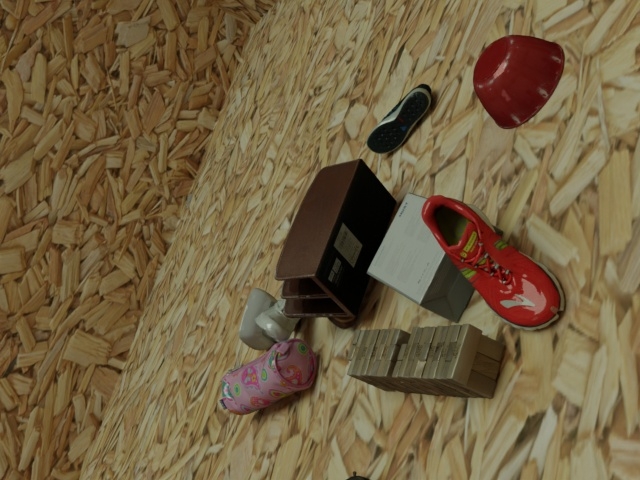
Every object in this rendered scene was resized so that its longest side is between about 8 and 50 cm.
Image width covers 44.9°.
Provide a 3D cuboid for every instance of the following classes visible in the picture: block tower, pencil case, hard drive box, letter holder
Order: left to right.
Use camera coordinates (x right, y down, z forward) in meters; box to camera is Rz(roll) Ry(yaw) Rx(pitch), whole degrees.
[{"bbox_3d":[-0.125,0.315,1.767,0.284,0.124,0.124,-34,37,49],"label":"pencil case"},{"bbox_3d":[0.000,0.000,1.661,0.214,0.152,0.302,-6,50,40],"label":"letter holder"},{"bbox_3d":[0.166,0.202,1.294,0.335,0.097,0.091,-17,51,63],"label":"block tower"},{"bbox_3d":[0.200,0.024,1.410,0.181,0.089,0.232,-63,23,2],"label":"hard drive box"}]

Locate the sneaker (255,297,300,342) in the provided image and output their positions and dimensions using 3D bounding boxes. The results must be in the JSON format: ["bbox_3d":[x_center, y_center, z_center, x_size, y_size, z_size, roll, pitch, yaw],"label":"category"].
[{"bbox_3d":[-0.079,0.164,1.808,0.115,0.090,0.232,-49,2,11],"label":"sneaker"}]

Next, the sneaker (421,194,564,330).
[{"bbox_3d":[0.246,0.031,1.179,0.107,0.118,0.279,-52,52,12],"label":"sneaker"}]

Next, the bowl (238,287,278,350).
[{"bbox_3d":[-0.141,0.200,1.938,0.053,0.142,0.142,6,69,25],"label":"bowl"}]

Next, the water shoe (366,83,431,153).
[{"bbox_3d":[0.190,-0.280,1.809,0.203,0.073,0.080,-42,9,35],"label":"water shoe"}]

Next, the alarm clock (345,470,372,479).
[{"bbox_3d":[0.067,0.463,1.274,0.192,0.064,0.129,16,80,64],"label":"alarm clock"}]

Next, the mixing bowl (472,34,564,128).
[{"bbox_3d":[0.349,-0.310,1.432,0.181,0.098,0.181,-46,29,35],"label":"mixing bowl"}]

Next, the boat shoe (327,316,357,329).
[{"bbox_3d":[0.031,0.133,1.700,0.207,0.073,0.073,-119,21,-54],"label":"boat shoe"}]
